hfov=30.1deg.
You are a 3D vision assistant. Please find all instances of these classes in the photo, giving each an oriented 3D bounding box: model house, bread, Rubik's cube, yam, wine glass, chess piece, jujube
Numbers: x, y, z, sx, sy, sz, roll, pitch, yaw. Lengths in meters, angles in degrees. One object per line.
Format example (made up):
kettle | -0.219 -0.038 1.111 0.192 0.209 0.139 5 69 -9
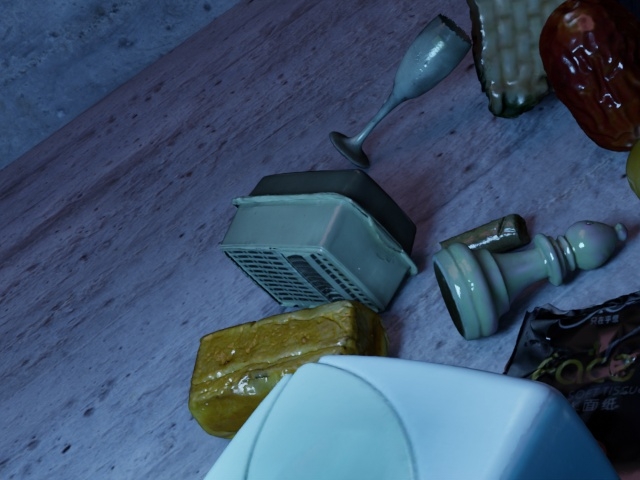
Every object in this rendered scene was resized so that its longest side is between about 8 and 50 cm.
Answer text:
model house | 0.451 -0.459 2.088 0.400 0.395 0.445 -11 15 7
bread | -0.047 0.186 1.735 0.294 0.132 0.167 -16 33 25
Rubik's cube | 0.086 0.342 1.124 0.347 0.352 0.351 -1 39 45
yam | 0.250 0.002 1.817 0.132 0.054 0.054 -21 30 20
wine glass | 0.134 -0.246 2.112 0.309 0.096 0.264 -47 5 22
chess piece | 0.303 0.034 1.666 0.271 0.139 0.139 -21 28 -4
jujube | 0.437 -0.256 1.836 0.174 0.250 0.174 -23 25 12

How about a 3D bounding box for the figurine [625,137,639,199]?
figurine | 0.552 -0.132 1.609 0.285 0.167 0.342 -24 0 3

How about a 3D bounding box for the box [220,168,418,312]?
box | 0.000 0.000 1.899 0.290 0.220 0.166 0 56 45

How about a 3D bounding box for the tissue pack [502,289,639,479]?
tissue pack | 0.312 0.194 1.377 0.245 0.123 0.332 -7 37 35
